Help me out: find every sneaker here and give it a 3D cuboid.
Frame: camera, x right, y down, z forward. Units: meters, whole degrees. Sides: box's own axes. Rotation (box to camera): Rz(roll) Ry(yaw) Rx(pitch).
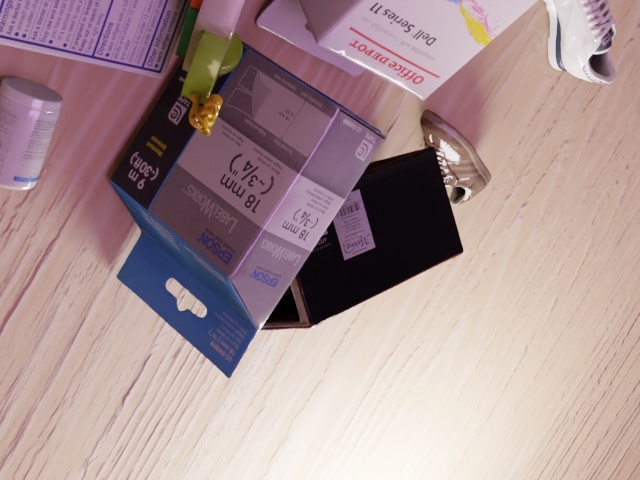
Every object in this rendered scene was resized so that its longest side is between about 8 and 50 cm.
[{"bbox_3d":[0.183,-0.111,1.812,0.071,0.066,0.188,-49,137,-2],"label":"sneaker"},{"bbox_3d":[0.376,-0.331,1.809,0.090,0.095,0.235,-34,133,-16],"label":"sneaker"}]

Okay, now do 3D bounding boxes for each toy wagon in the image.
[{"bbox_3d":[-0.086,-0.272,1.311,0.267,0.068,0.344,124,-14,-66],"label":"toy wagon"}]

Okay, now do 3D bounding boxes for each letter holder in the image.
[{"bbox_3d":[0.000,0.000,1.672,0.302,0.214,0.152,-23,100,-42],"label":"letter holder"}]

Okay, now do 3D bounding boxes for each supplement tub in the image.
[{"bbox_3d":[-0.327,-0.115,1.377,0.071,0.071,0.107,8,112,-43],"label":"supplement tub"}]

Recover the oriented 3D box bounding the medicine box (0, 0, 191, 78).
[{"bbox_3d":[-0.256,-0.326,1.236,0.289,0.149,0.263,8,112,-42],"label":"medicine box"}]

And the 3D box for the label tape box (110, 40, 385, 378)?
[{"bbox_3d":[-0.117,-0.048,1.467,0.106,0.241,0.333,25,100,-54],"label":"label tape box"}]

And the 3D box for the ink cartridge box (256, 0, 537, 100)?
[{"bbox_3d":[0.116,-0.297,1.489,0.207,0.119,0.353,20,130,-43],"label":"ink cartridge box"}]
